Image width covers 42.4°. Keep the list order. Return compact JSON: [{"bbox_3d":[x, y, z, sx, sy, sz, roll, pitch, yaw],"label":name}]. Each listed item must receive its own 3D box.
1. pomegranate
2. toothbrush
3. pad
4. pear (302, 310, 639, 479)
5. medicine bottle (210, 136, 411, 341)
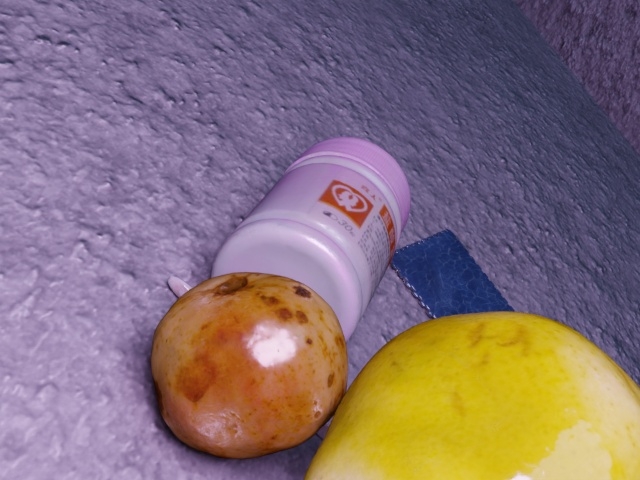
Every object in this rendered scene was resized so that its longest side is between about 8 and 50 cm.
[{"bbox_3d":[-0.077,0.144,0.906,0.215,0.215,0.215,29,36,-24],"label":"pomegranate"},{"bbox_3d":[-0.080,0.152,1.053,0.307,0.025,0.029,44,25,-3],"label":"toothbrush"},{"bbox_3d":[0.257,0.104,1.489,0.269,0.012,0.269,53,34,11],"label":"pad"},{"bbox_3d":[0.172,0.249,0.831,0.418,0.362,0.362,-14,64,-42],"label":"pear"},{"bbox_3d":[0.000,0.000,1.143,0.202,0.202,0.316,42,34,-5],"label":"medicine bottle"}]
